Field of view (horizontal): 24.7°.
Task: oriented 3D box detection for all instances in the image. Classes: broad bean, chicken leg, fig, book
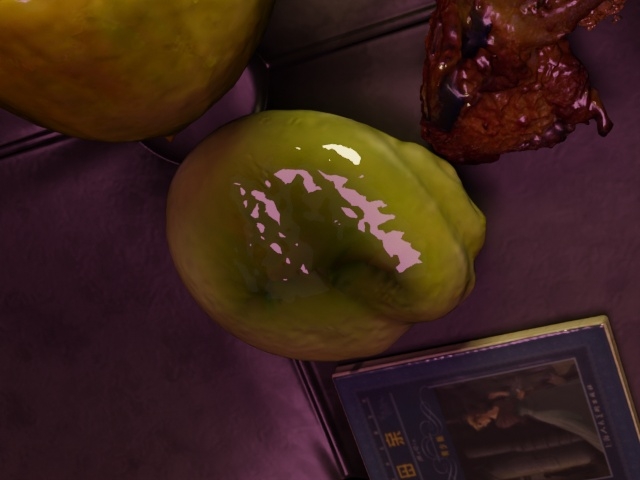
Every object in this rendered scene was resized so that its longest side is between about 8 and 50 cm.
[{"bbox_3d":[0.000,0.000,1.298,0.291,0.119,0.238,9,116,12],"label":"broad bean"},{"bbox_3d":[0.173,-0.162,1.164,0.177,0.083,0.322,27,137,4],"label":"chicken leg"},{"bbox_3d":[-0.183,-0.235,1.148,0.343,0.343,0.343,6,114,13],"label":"fig"},{"bbox_3d":[0.165,0.181,1.385,0.269,0.025,0.191,-13,109,20],"label":"book"}]

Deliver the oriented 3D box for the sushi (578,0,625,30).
[{"bbox_3d":[0.224,-0.204,1.187,0.060,0.061,0.118,47,137,-17],"label":"sushi"}]
